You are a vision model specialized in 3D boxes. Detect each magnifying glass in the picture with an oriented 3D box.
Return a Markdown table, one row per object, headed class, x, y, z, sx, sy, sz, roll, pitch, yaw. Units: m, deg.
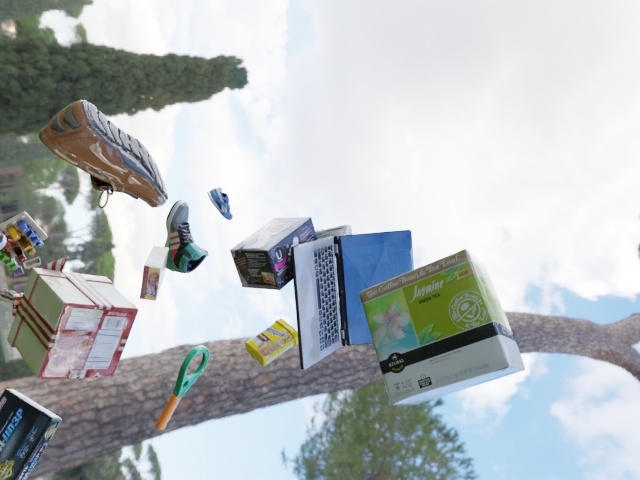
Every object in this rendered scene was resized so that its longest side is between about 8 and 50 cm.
| class | x | y | z | sx | sy | sz | roll | pitch | yaw |
| --- | --- | --- | --- | --- | --- | --- | --- | --- | --- |
| magnifying glass | -0.357 | 0.379 | 1.425 | 0.026 | 0.231 | 0.092 | 26 | -10 | 22 |

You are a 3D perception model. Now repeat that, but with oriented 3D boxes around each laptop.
| class | x | y | z | sx | sy | sz | roll | pitch | yaw |
| --- | --- | --- | --- | --- | --- | --- | --- | --- | --- |
| laptop | 0.121 | 0.177 | 1.764 | 0.236 | 0.408 | 0.382 | -2 | -84 | 30 |

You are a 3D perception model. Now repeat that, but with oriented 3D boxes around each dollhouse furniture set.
| class | x | y | z | sx | sy | sz | roll | pitch | yaw |
| --- | --- | --- | --- | --- | --- | --- | --- | --- | --- |
| dollhouse furniture set | -1.209 | 0.073 | 2.236 | 0.091 | 0.114 | 0.081 | 57 | -21 | 27 |

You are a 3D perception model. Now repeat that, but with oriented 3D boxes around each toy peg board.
| class | x | y | z | sx | sy | sz | roll | pitch | yaw |
| --- | --- | --- | --- | --- | --- | --- | --- | --- | --- |
| toy peg board | -0.976 | 0.013 | 1.776 | 0.079 | 0.161 | 0.161 | 50 | -17 | 21 |

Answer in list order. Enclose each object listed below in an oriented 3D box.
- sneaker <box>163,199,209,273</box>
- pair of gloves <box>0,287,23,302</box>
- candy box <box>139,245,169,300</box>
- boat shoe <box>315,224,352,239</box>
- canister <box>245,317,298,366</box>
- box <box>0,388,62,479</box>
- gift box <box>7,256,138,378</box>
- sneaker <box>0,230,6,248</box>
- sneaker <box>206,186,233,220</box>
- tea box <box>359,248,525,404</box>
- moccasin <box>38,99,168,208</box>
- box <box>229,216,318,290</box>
| class | x | y | z | sx | sy | sz | roll | pitch | yaw |
| --- | --- | --- | --- | --- | --- | --- | --- | --- | --- |
| sneaker | -0.513 | 0.005 | 2.133 | 0.178 | 0.124 | 0.295 | 23 | -67 | 22 |
| pair of gloves | -1.031 | 0.210 | 1.915 | 0.204 | 0.240 | 0.042 | -3 | -115 | 43 |
| candy box | -0.505 | 0.097 | 1.680 | 0.186 | 0.053 | 0.109 | -109 | -149 | -71 |
| boat shoe | 0.000 | 0.000 | 1.996 | 0.267 | 0.096 | 0.088 | -16 | -122 | 37 |
| canister | -0.179 | 0.379 | 2.053 | 0.126 | 0.170 | 0.073 | 31 | -40 | 39 |
| box | -0.834 | 0.541 | 1.487 | 0.175 | 0.220 | 0.051 | 25 | -13 | 14 |
| gift box | -0.680 | 0.209 | 1.541 | 0.258 | 0.255 | 0.276 | 26 | -88 | 39 |
| sneaker | -1.053 | -0.063 | 1.592 | 0.153 | 0.269 | 0.101 | 106 | 0 | -46 |
| sneaker | -0.330 | -0.125 | 1.884 | 0.053 | 0.059 | 0.144 | 52 | -4 | 44 |
| tea box | 0.329 | 0.245 | 1.509 | 0.329 | 0.220 | 0.323 | -26 | -116 | 22 |
| moccasin | -0.471 | -0.163 | 1.246 | 0.139 | 0.147 | 0.380 | 64 | 5 | 17 |
| box | -0.138 | 0.034 | 1.743 | 0.163 | 0.247 | 0.142 | 1 | -64 | 35 |
